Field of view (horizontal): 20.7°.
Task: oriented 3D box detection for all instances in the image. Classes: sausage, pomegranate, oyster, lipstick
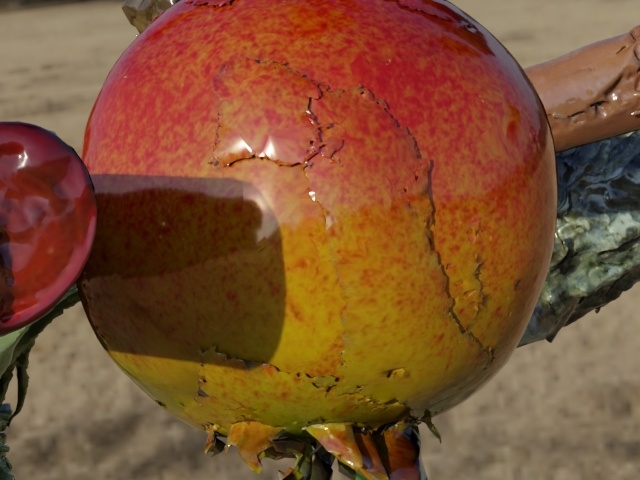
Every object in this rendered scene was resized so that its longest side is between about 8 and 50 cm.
[{"bbox_3d":[0.140,-0.089,1.128,0.304,0.078,0.078,-13,11,0],"label":"sausage"},{"bbox_3d":[0.000,0.000,0.727,0.210,0.235,0.210,-10,-9,-2],"label":"pomegranate"},{"bbox_3d":[0.192,-0.017,1.336,0.351,0.158,0.162,-22,-23,0],"label":"oyster"},{"bbox_3d":[-0.144,0.000,0.658,0.073,0.073,0.279,-11,2,-20],"label":"lipstick"}]

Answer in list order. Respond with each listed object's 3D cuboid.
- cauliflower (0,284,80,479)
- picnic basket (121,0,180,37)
[{"bbox_3d":[-0.271,0.056,1.056,0.281,0.327,0.260,-37,4,43],"label":"cauliflower"},{"bbox_3d":[-0.056,-0.159,1.150,0.055,0.110,0.193,-25,18,33],"label":"picnic basket"}]
